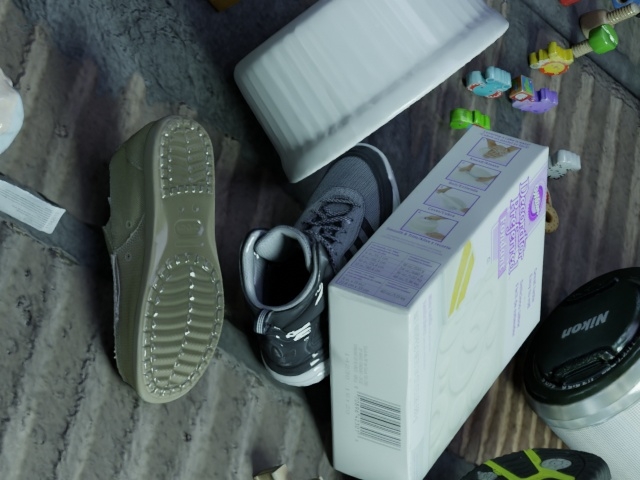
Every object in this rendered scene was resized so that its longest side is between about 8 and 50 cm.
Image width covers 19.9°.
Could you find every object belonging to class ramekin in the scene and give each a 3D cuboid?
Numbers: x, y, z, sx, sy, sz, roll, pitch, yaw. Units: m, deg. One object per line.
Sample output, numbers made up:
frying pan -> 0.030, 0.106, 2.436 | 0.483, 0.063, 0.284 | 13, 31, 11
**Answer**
ramekin -> 0.044, -0.193, 1.866 | 0.135, 0.277, 0.277 | 54, 44, -5

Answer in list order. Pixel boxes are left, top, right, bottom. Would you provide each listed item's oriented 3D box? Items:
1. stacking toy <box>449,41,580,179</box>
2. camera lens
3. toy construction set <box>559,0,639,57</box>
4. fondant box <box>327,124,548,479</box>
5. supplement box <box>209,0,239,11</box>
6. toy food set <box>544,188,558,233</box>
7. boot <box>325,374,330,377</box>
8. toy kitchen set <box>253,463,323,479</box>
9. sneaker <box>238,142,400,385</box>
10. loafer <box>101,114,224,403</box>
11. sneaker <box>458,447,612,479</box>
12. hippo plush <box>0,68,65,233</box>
stacking toy -> 0.229, -0.182, 2.212 | 0.221, 0.052, 0.167 | 19, 60, -38
camera lens -> 0.384, 0.183, 2.095 | 0.274, 0.219, 0.219 | 45, 47, -24
toy construction set -> 0.497, -0.280, 2.381 | 0.309, 0.237, 0.257 | 27, 57, -36
fondant box -> 0.126, 0.066, 1.887 | 0.330, 0.096, 0.238 | -48, 146, -45
supplement box -> -0.065, -0.351, 1.955 | 0.078, 0.080, 0.233 | 47, 45, -21
toy food set -> 0.255, -0.049, 2.200 | 0.082, 0.020, 0.083 | 11, 70, -42
boot -> 0.015, 0.090, 1.895 | 0.114, 0.037, 0.106 | -5, 76, -42
toy kitchen set -> -0.034, 0.266, 1.747 | 0.075, 0.068, 0.083 | -35, 100, -47
sneaker -> 0.000, 0.000, 1.803 | 0.153, 0.101, 0.269 | 60, 45, -59
loafer -> -0.153, 0.018, 1.713 | 0.102, 0.092, 0.269 | 7, 85, -42
sneaker -> 0.179, 0.346, 1.820 | 0.384, 0.145, 0.147 | -43, 127, -43
hippo plush -> -0.321, -0.162, 1.501 | 0.294, 0.234, 0.237 | 24, 59, -37
